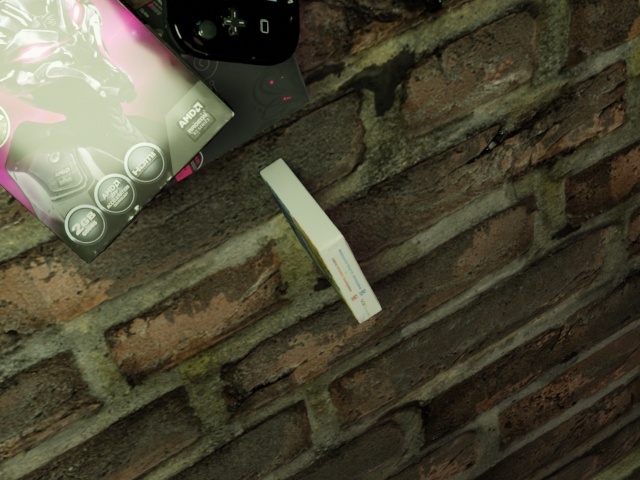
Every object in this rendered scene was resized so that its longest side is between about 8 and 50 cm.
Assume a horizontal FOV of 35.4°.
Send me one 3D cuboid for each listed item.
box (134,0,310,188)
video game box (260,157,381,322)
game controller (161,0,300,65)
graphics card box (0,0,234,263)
[{"bbox_3d":[-0.174,-0.196,1.247,0.270,0.143,0.165,-33,137,-11],"label":"box"},{"bbox_3d":[0.000,0.000,1.491,0.048,0.205,0.187,-35,137,-2],"label":"video game box"},{"bbox_3d":[-0.100,-0.354,1.116,0.166,0.067,0.319,-1,88,-27],"label":"game controller"},{"bbox_3d":[-0.299,-0.183,1.062,0.233,0.094,0.371,-45,103,2],"label":"graphics card box"}]
